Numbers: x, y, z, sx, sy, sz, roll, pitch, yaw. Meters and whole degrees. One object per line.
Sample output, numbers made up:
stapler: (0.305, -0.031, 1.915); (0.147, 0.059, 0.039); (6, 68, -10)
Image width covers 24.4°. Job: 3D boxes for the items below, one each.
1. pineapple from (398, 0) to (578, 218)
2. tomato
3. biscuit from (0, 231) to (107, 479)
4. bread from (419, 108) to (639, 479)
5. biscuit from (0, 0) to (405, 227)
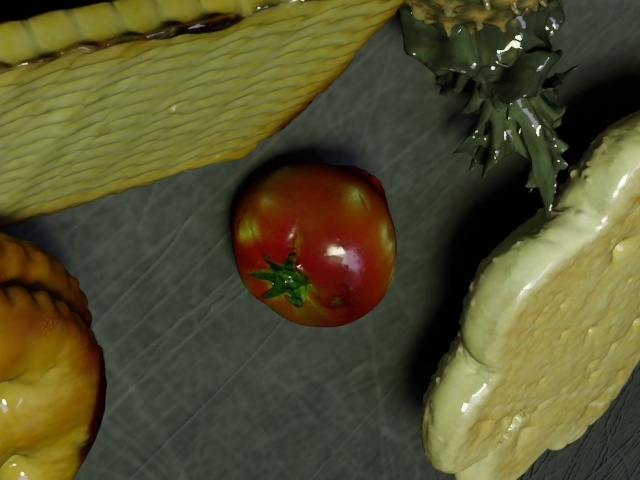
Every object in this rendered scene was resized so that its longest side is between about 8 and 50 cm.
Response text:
pineapple: (0.083, -0.121, 0.712); (0.125, 0.125, 0.251); (-42, 144, -11)
tomato: (0.000, 0.000, 0.740); (0.087, 0.087, 0.075); (81, 31, -42)
biscuit: (-0.184, 0.088, 0.606); (0.220, 0.066, 0.220); (-30, 152, -17)
bread: (0.170, 0.028, 0.906); (0.316, 0.054, 0.316); (-37, 152, -24)
biscuit: (-0.090, -0.052, 0.582); (0.255, 0.029, 0.172); (-19, 167, -36)
